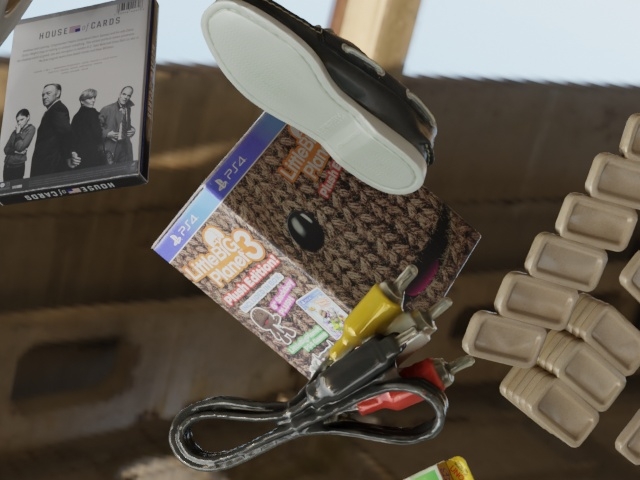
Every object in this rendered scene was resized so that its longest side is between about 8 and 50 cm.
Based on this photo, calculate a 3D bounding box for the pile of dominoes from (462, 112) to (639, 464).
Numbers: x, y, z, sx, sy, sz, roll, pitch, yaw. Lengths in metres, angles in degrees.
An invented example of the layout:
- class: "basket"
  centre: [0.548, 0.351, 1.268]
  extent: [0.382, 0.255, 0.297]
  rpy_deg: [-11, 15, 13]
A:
- class: "pile of dominoes"
  centre: [0.213, 0.015, 0.968]
  extent: [0.196, 0.251, 0.040]
  rpy_deg: [39, 177, -33]

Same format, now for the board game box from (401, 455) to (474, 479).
- class: "board game box"
  centre: [0.080, 0.354, 1.684]
  extent: [0.039, 0.259, 0.124]
  rpy_deg: [-2, -116, -63]

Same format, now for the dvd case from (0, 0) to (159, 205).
- class: "dvd case"
  centre: [-0.273, -0.161, 1.642]
  extent: [0.179, 0.239, 0.029]
  rpy_deg: [-8, 152, 16]

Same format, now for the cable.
- class: "cable"
  centre: [0.005, 0.147, 1.305]
  extent: [0.139, 0.287, 0.072]
  rpy_deg: [59, -159, 3]

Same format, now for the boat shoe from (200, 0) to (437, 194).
- class: "boat shoe"
  centre: [0.003, -0.169, 1.534]
  extent: [0.302, 0.114, 0.091]
  rpy_deg: [42, -130, -27]

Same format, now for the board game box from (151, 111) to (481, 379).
- class: "board game box"
  centre: [0.000, 0.000, 1.669]
  extent: [0.291, 0.141, 0.232]
  rpy_deg: [40, -134, -5]

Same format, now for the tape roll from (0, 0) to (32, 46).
- class: "tape roll"
  centre: [-0.338, -0.325, 1.540]
  extent: [0.100, 0.286, 0.286]
  rpy_deg: [30, -161, -7]
